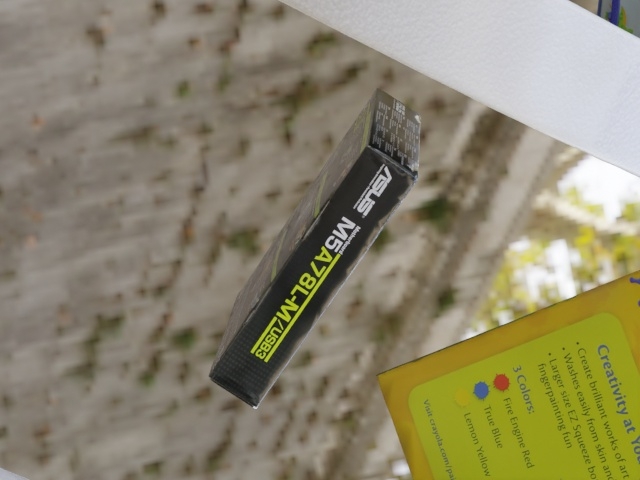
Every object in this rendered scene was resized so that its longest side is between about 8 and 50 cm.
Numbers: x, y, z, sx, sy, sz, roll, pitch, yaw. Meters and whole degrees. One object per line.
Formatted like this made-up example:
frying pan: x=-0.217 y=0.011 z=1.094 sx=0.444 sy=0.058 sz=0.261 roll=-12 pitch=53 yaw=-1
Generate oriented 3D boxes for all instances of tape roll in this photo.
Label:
tape roll: x=0.056 y=-0.148 z=1.144 sx=0.072 sy=0.392 sz=0.392 roll=-64 pitch=-153 yaw=8

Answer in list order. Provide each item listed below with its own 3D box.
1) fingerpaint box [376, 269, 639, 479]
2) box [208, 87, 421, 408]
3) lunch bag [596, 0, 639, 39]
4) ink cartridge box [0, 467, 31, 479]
fingerpaint box: x=0.302 y=0.257 z=1.617 sx=0.371 sy=0.163 sz=0.445 roll=-25 pitch=-101 yaw=31
box: x=0.000 y=0.000 z=1.244 sx=0.184 sy=0.045 sz=0.190 roll=-53 pitch=-174 yaw=14
lunch bag: x=0.315 y=-0.229 z=1.618 sx=0.176 sy=0.090 sz=0.219 roll=32 pitch=-54 yaw=51
ink cartridge box: x=-0.142 y=0.229 z=0.883 sx=0.201 sy=0.278 sz=0.117 roll=-58 pitch=-155 yaw=9
